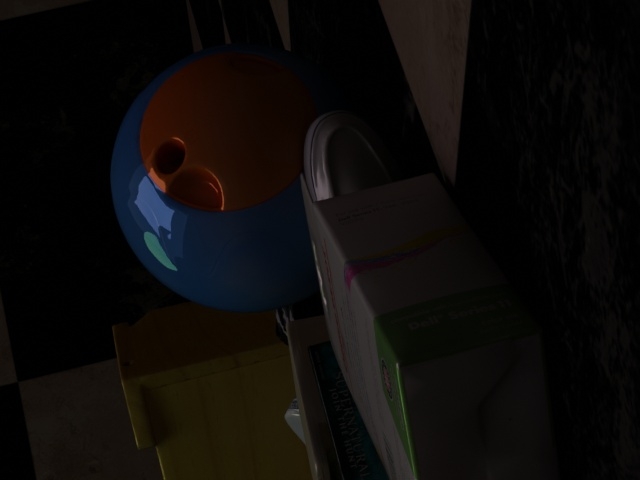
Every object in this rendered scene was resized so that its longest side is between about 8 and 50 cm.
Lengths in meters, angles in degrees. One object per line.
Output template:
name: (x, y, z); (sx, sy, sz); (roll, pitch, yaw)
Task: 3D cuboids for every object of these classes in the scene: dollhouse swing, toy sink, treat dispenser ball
dollhouse swing: (-0.128, 0.283, 2.603); (0.315, 0.347, 0.305); (-119, 16, -67)
toy sink: (0.045, 0.220, 1.945); (0.234, 0.131, 0.153); (-103, 4, -46)
treat dispenser ball: (-0.080, -0.067, 1.709); (0.288, 0.288, 0.288); (166, 90, -84)

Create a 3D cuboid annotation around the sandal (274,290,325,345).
sandal: (-0.032, 0.068, 2.382); (0.167, 0.107, 0.446); (83, 170, -47)

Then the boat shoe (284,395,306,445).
boat shoe: (0.046, 0.275, 2.200); (0.102, 0.108, 0.301); (-60, -40, -25)

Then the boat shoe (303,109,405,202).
boat shoe: (0.057, -0.002, 1.546); (0.088, 0.096, 0.267); (153, 102, -79)

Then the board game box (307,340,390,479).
board game box: (0.070, 0.186, 1.672); (0.026, 0.126, 0.186); (107, 148, -78)

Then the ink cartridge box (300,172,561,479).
ink cartridge box: (0.085, 0.082, 1.345); (0.353, 0.119, 0.207); (-117, 14, -60)
